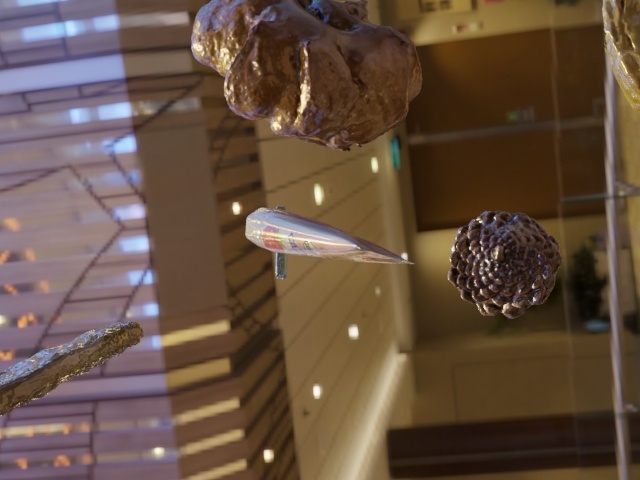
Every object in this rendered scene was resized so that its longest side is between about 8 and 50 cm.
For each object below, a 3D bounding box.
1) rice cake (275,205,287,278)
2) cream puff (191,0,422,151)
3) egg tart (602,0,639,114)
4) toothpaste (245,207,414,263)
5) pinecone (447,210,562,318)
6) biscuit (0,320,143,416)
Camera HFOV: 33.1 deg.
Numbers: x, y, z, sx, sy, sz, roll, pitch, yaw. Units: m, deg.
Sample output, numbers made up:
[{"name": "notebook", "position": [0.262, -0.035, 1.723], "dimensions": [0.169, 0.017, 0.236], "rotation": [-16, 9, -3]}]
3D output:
[{"name": "rice cake", "position": [-0.062, 0.002, 1.703], "dimensions": [0.022, 0.022, 0.121], "rotation": [100, 171, -67]}, {"name": "cream puff", "position": [-0.009, -0.195, 1.215], "dimensions": [0.241, 0.269, 0.154], "rotation": [-113, 37, -48]}, {"name": "egg tart", "position": [0.485, -0.252, 1.417], "dimensions": [0.132, 0.345, 0.345], "rotation": [-34, 52, 55]}, {"name": "toothpaste", "position": [0.000, 0.000, 1.010], "dimensions": [0.067, 0.194, 0.042], "rotation": [17, -93, -39]}, {"name": "pinecone", "position": [0.322, 0.034, 1.839], "dimensions": [0.185, 0.168, 0.212], "rotation": [48, -148, 12]}, {"name": "biscuit", "position": [-0.242, 0.115, 1.044], "dimensions": [0.290, 0.141, 0.038], "rotation": [-33, -81, -84]}]
